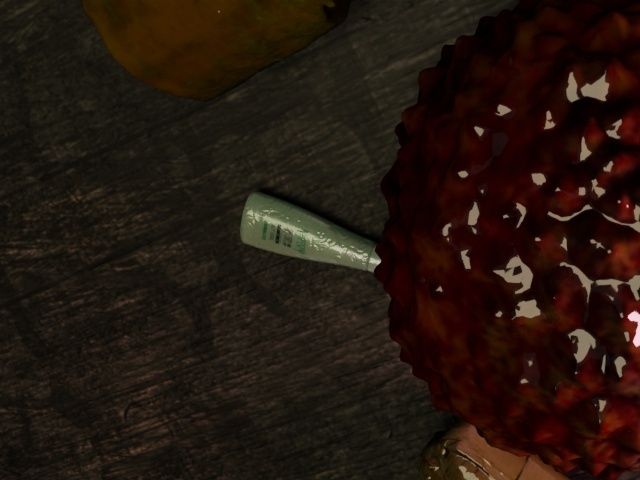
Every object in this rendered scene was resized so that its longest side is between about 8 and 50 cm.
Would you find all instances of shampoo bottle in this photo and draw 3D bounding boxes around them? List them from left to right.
[{"bbox_3d":[0.000,0.000,1.283,0.190,0.041,0.069,18,113,14],"label":"shampoo bottle"}]

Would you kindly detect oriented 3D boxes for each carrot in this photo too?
[{"bbox_3d":[-0.086,-0.288,1.077,0.340,0.241,0.241,-27,100,33],"label":"carrot"}]

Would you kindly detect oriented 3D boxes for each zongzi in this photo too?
[{"bbox_3d":[0.202,0.374,1.315,0.274,0.145,0.300,36,127,9],"label":"zongzi"}]

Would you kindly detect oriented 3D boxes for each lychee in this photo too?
[{"bbox_3d":[0.258,0.011,0.974,0.424,0.424,0.500,-1,129,23],"label":"lychee"}]
